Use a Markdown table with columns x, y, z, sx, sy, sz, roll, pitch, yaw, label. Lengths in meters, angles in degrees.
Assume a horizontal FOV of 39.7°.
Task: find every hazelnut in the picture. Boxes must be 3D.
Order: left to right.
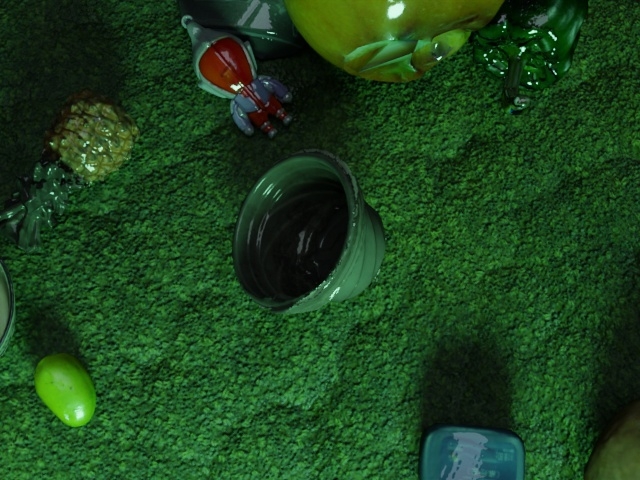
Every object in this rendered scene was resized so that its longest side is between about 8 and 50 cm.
| x | y | z | sx | sy | sz | roll | pitch | yaw | label |
| --- | --- | --- | --- | --- | --- | --- | --- | --- | --- |
| 0.465 | 0.315 | 1.192 | 0.214 | 0.176 | 0.214 | -3 | 101 | -19 | hazelnut |

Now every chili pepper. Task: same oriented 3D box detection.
| x | y | z | sx | sy | sz | roll | pitch | yaw | label |
| --- | --- | --- | --- | --- | --- | --- | --- | --- | --- |
| 0.304 | -0.301 | 1.338 | 0.165 | 0.174 | 0.261 | 28 | 70 | 8 | chili pepper |

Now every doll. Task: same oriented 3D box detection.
| x | y | z | sx | sy | sz | roll | pitch | yaw | label |
| --- | --- | --- | --- | --- | --- | --- | --- | --- | --- |
| -0.133 | -0.254 | 1.348 | 0.102 | 0.075 | 0.227 | -44 | 91 | -3 | doll |

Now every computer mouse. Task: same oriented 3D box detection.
| x | y | z | sx | sy | sz | roll | pitch | yaw | label |
| --- | --- | --- | --- | --- | --- | --- | --- | --- | --- |
| -0.115 | -0.361 | 1.380 | 0.231 | 0.071 | 0.126 | 17 | 75 | 2 | computer mouse |

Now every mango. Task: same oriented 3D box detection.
| x | y | z | sx | sy | sz | roll | pitch | yaw | label |
| --- | --- | --- | --- | --- | --- | --- | --- | --- | --- |
| -0.351 | 0.207 | 1.227 | 0.073 | 0.056 | 0.108 | -25 | 91 | -6 | mango |

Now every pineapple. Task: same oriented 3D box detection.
| x | y | z | sx | sy | sz | roll | pitch | yaw | label |
| --- | --- | --- | --- | --- | --- | --- | --- | --- | --- |
| -0.371 | -0.095 | 1.273 | 0.128 | 0.128 | 0.248 | 36 | 80 | 6 | pineapple |

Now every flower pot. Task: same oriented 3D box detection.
| x | y | z | sx | sy | sz | roll | pitch | yaw | label |
| --- | --- | --- | --- | --- | --- | --- | --- | --- | --- |
| 0.000 | 0.000 | 1.234 | 0.141 | 0.235 | 0.235 | 22 | 69 | -43 | flower pot |

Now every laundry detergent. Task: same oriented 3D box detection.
| x | y | z | sx | sy | sz | roll | pitch | yaw | label |
| --- | --- | --- | --- | --- | --- | --- | --- | --- | --- |
| 0.200 | 0.396 | 1.191 | 0.143 | 0.094 | 0.289 | 5 | 75 | -6 | laundry detergent |

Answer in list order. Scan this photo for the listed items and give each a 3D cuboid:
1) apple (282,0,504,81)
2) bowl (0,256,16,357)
| x | y | z | sx | sy | sz | roll | pitch | yaw | label |
| --- | --- | --- | --- | --- | --- | --- | --- | --- | --- |
| 0.123 | -0.413 | 1.262 | 0.384 | 0.374 | 0.374 | -7 | 76 | -3 | apple |
| -0.520 | 0.102 | 1.204 | 0.238 | 0.126 | 0.237 | 1 | 76 | -4 | bowl |
